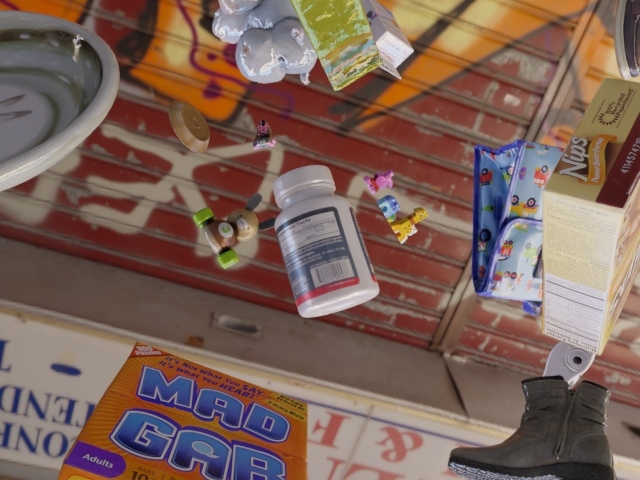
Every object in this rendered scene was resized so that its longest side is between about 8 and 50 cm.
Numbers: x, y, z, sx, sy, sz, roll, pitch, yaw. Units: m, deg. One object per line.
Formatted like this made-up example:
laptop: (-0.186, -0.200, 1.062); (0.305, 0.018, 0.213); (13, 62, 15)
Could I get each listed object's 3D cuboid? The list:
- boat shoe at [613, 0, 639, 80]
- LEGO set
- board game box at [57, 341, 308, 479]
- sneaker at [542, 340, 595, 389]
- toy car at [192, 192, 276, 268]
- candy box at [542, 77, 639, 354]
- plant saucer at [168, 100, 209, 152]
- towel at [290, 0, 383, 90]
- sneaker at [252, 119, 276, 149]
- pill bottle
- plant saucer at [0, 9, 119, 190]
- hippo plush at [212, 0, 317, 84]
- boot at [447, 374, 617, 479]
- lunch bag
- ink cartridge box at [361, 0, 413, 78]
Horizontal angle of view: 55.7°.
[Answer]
boat shoe: (0.645, -0.459, 1.207); (0.092, 0.285, 0.103); (2, 162, 35)
LEGO set: (0.205, -0.077, 1.506); (0.227, 0.093, 0.087); (55, -172, -36)
board game box: (-0.252, 0.460, 1.045); (0.357, 0.356, 0.356); (22, -163, -7)
sneaker: (0.549, 0.279, 1.355); (0.079, 0.216, 0.121); (35, -155, 25)
toy car: (-0.215, -0.039, 1.606); (0.155, 0.188, 0.149); (59, 173, 2)
candy box: (0.347, -0.015, 0.745); (0.088, 0.183, 0.316); (21, 154, 33)
plant saucer: (-0.187, -0.169, 0.883); (0.083, 0.015, 0.083); (47, -151, -38)
towel: (0.031, -0.337, 0.975); (0.021, 0.102, 0.237); (58, -176, 28)
sneaker: (-0.121, -0.223, 1.273); (0.047, 0.057, 0.119); (-8, -165, -1)
pill bottle: (0.000, 0.000, 0.788); (0.108, 0.108, 0.180); (-2, -110, -45)
plant saucer: (-0.453, -0.158, 0.768); (0.401, 0.100, 0.400); (1, -134, -1)
hippo plush: (-0.081, -0.436, 1.321); (0.294, 0.234, 0.236); (-14, -115, 0)
boot: (0.318, 0.288, 0.923); (0.247, 0.083, 0.161); (1, -122, 8)
lunch bag: (0.385, -0.014, 1.084); (0.221, 0.293, 0.138); (6, -178, -21)
ink cartridge box: (0.139, -0.455, 1.346); (0.104, 0.062, 0.181); (14, -134, -45)
